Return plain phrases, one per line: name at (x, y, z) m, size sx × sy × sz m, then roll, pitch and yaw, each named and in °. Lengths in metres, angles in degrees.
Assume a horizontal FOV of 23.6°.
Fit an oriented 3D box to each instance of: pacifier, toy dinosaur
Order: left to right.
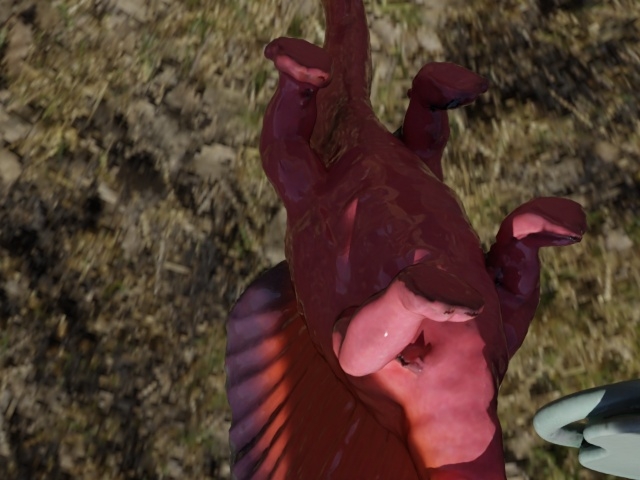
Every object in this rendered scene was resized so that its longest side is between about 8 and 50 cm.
toy dinosaur at (-0.001, 0.008, 0.460) m, size 0.070 × 0.286 × 0.139 m, roll 5°, pitch 126°, yaw -27°
pacifier at (0.135, 0.096, 0.530) m, size 0.127 × 0.150 × 0.116 m, roll 7°, pitch 77°, yaw 3°
